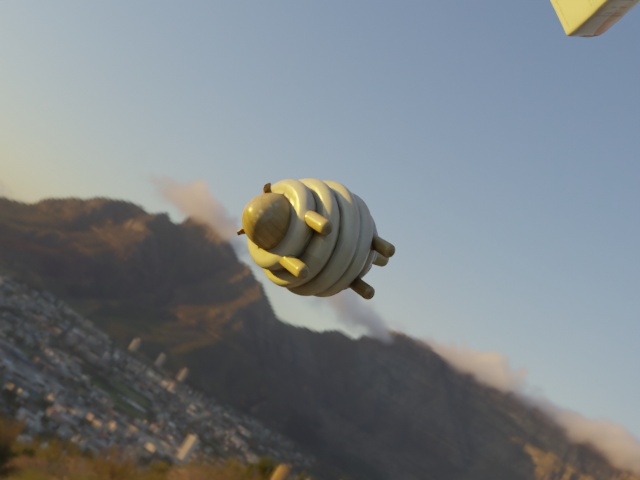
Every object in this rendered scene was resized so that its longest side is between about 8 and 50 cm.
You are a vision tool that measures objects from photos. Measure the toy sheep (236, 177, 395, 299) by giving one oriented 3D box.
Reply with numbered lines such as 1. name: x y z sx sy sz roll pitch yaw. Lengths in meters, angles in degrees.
1. toy sheep: 0.000 0.000 0.605 0.132 0.091 0.091 25 -3 -39

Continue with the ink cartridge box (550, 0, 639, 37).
1. ink cartridge box: 0.224 -0.261 0.645 0.179 0.045 0.145 -41 -116 52
